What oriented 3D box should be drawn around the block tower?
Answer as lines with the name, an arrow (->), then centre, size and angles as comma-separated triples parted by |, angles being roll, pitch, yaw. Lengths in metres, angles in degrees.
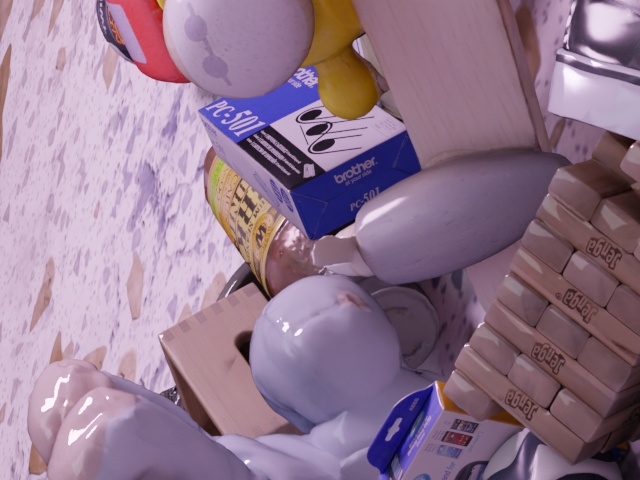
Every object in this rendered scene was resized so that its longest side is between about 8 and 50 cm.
block tower -> 0.186, -0.035, 1.009 | 0.097, 0.091, 0.335 | 40, 121, 26

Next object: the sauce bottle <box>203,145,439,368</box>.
sauce bottle -> 0.000, 0.000, 1.462 | 0.344, 0.111, 0.111 | -132, 58, -64

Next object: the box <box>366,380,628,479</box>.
box -> 0.097, 0.126, 1.117 | 0.028, 0.136, 0.081 | -105, 34, -49

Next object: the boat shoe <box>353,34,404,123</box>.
boat shoe -> 0.055, -0.224, 1.372 | 0.094, 0.109, 0.302 | 27, 135, 62

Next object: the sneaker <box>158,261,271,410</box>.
sneaker -> -0.083, 0.112, 1.632 | 0.130, 0.087, 0.227 | 30, 112, 61

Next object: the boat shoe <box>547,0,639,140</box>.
boat shoe -> 0.232, -0.076, 0.841 | 0.306, 0.113, 0.105 | 21, 106, 49

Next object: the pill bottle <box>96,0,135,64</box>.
pill bottle -> -0.142, -0.226, 1.906 | 0.246, 0.130, 0.130 | -160, 83, -68

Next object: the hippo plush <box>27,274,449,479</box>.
hippo plush -> -0.014, 0.144, 1.196 | 0.294, 0.236, 0.234 | 52, 174, 13

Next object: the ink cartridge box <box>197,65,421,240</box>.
ink cartridge box -> -0.010, -0.071, 1.429 | 0.207, 0.097, 0.046 | 41, 156, 61

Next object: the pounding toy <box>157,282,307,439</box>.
pounding toy -> -0.017, 0.165, 1.423 | 0.181, 0.094, 0.206 | 51, 164, 39

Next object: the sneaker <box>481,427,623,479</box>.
sneaker -> 0.108, 0.234, 1.088 | 0.235, 0.094, 0.153 | -58, 25, 29

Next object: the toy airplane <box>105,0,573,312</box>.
toy airplane -> 0.030, -0.162, 1.142 | 0.386, 0.272, 0.384 | 37, 136, 18
